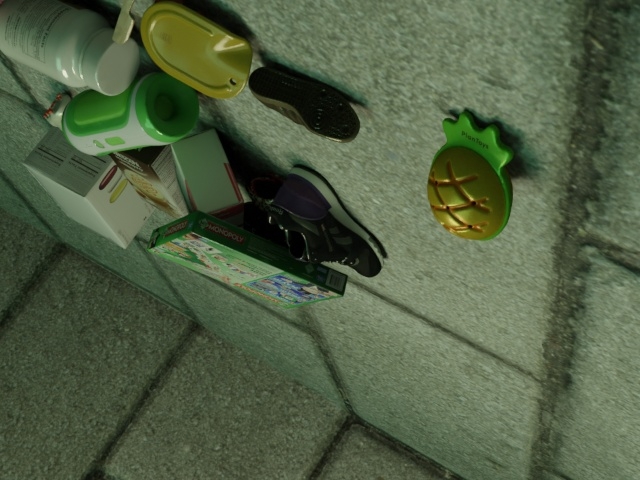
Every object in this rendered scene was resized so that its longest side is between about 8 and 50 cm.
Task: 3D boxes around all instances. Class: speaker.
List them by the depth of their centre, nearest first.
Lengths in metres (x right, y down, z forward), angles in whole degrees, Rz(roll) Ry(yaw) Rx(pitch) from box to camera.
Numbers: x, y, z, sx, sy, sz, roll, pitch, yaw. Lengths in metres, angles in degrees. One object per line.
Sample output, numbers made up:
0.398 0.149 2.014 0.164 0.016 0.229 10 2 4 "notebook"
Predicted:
-0.340 -0.220 1.794 0.296 0.131 0.131 -2 142 49 "speaker"

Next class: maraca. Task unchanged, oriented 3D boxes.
0.193 -0.079 1.306 0.127 0.099 0.186 29 138 28 "maraca"

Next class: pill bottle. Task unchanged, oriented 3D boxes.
-0.417 -0.328 1.689 0.229 0.131 0.131 27 162 24 "pill bottle"

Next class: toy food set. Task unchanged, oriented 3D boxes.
-0.184 -0.298 1.472 0.218 0.071 0.128 31 139 6 "toy food set"

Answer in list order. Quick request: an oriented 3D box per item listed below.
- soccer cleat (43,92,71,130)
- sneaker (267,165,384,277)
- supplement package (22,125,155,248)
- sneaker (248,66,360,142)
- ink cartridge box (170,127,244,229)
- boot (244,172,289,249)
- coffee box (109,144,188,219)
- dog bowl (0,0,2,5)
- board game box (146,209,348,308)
-0.554 -0.273 2.215 0.076 0.068 0.196 34 171 -16 "soccer cleat"
0.000 0.000 1.816 0.107 0.124 0.283 15 155 49 "sneaker"
-0.542 -0.132 2.430 0.204 0.145 0.262 27 162 23 "supplement package"
-0.015 -0.193 1.460 0.188 0.066 0.071 33 -179 21 "sneaker"
-0.209 -0.088 1.909 0.218 0.092 0.159 99 150 -72 "ink cartridge box"
-0.101 -0.063 1.925 0.236 0.085 0.179 32 155 43 "boot"
-0.328 -0.151 2.059 0.141 0.098 0.246 27 162 25 "coffee box"
-0.660 -0.472 1.588 0.408 0.150 0.408 38 153 23 "dog bowl"
-0.137 0.042 1.883 0.317 0.046 0.213 24 160 -26 "board game box"
